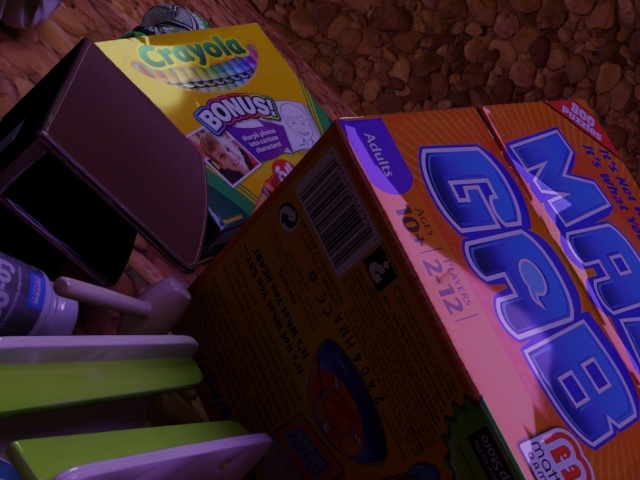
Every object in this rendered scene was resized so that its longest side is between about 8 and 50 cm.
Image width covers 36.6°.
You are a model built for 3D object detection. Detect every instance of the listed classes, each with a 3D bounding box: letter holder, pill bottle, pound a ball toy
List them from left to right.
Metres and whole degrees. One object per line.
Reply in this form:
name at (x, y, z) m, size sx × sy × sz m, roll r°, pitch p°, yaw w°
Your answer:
pill bottle at (-0.283, 0.049, 0.833) m, size 0.137 × 0.078 × 0.078 m, roll 31°, pitch 23°, yaw -45°
pound a ball toy at (-0.188, 0.137, 0.785) m, size 0.208 × 0.136 × 0.319 m, roll 49°, pitch 16°, yaw 21°
letter holder at (-0.244, -0.054, 1.045) m, size 0.214 × 0.152 × 0.302 m, roll 44°, pitch 17°, yaw -23°

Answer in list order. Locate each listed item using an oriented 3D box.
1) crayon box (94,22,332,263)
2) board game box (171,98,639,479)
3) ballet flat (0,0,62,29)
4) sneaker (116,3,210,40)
crayon box at (-0.139, -0.155, 1.406) m, size 0.313 × 0.106 × 0.363 m, roll 54°, pitch 37°, yaw 9°
board game box at (0.127, 0.114, 0.958) m, size 0.356 × 0.356 × 0.357 m, roll -11°, pitch 67°, yaw -41°
ballet flat at (-0.428, -0.343, 1.290) m, size 0.139 × 0.139 × 0.400 m, roll 48°, pitch 18°, yaw 0°
sneaker at (-0.268, -0.321, 1.619) m, size 0.146 × 0.134 × 0.344 m, roll 38°, pitch 20°, yaw -31°
